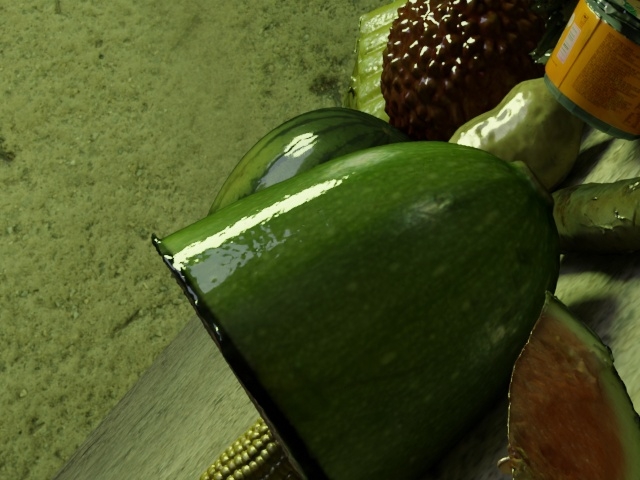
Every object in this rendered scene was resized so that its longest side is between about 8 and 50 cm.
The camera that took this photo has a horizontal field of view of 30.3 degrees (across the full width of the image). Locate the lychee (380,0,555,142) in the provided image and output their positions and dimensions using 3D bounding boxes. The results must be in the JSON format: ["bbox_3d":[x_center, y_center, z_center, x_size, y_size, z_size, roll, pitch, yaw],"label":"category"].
[{"bbox_3d":[0.208,-0.213,1.518,0.276,0.304,0.275,-15,33,10],"label":"lychee"}]

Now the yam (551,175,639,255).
[{"bbox_3d":[0.252,-0.020,1.015,0.317,0.071,0.067,171,112,-76],"label":"yam"}]

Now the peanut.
[{"bbox_3d":[0.211,-0.090,1.356,0.224,0.129,0.129,-43,8,8],"label":"peanut"}]

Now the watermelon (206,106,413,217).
[{"bbox_3d":[-0.008,0.004,1.485,0.359,0.279,0.279,-49,6,27],"label":"watermelon"}]

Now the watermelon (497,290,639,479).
[{"bbox_3d":[0.143,0.121,0.700,0.063,0.119,0.245,-29,15,27],"label":"watermelon"}]

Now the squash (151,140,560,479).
[{"bbox_3d":[0.058,0.045,1.038,0.309,0.310,0.310,-34,6,-9],"label":"squash"}]

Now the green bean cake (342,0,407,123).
[{"bbox_3d":[0.155,-0.197,1.843,0.202,0.285,0.310,-15,48,29],"label":"green bean cake"}]

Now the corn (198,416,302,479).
[{"bbox_3d":[-0.027,0.212,1.192,0.310,0.101,0.101,-46,8,4],"label":"corn"}]

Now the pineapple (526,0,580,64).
[{"bbox_3d":[0.364,-0.329,1.346,0.361,0.175,0.175,-28,0,-24],"label":"pineapple"}]

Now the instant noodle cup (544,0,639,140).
[{"bbox_3d":[0.312,-0.183,1.216,0.125,0.208,0.177,-59,42,28],"label":"instant noodle cup"}]
